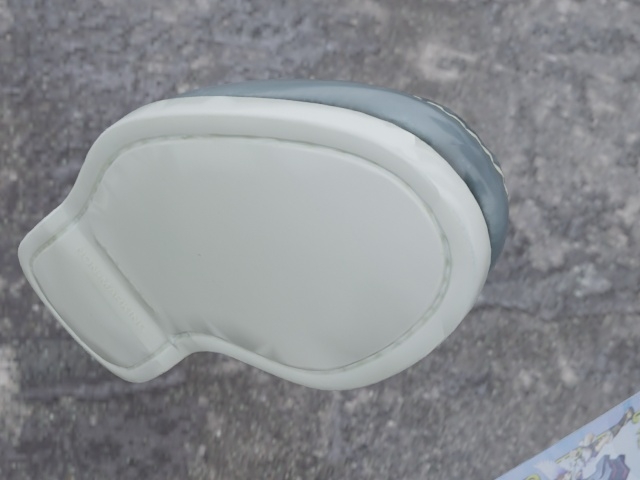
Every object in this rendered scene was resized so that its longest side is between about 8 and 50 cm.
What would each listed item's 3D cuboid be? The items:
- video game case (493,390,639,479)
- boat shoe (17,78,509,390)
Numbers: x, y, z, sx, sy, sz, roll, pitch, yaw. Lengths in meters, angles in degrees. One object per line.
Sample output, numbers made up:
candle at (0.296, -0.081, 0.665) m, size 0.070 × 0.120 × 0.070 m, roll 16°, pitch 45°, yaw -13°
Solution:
video game case at (0.111, 0.123, 0.230) m, size 0.061 × 0.244 × 0.269 m, roll 35°, pitch 35°, yaw -26°
boat shoe at (-0.024, -0.013, 0.522) m, size 0.099 × 0.319 × 0.116 m, roll -42°, pitch 102°, yaw -26°
